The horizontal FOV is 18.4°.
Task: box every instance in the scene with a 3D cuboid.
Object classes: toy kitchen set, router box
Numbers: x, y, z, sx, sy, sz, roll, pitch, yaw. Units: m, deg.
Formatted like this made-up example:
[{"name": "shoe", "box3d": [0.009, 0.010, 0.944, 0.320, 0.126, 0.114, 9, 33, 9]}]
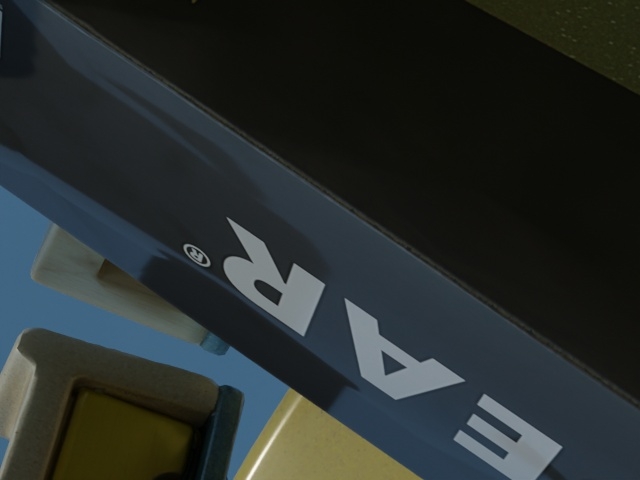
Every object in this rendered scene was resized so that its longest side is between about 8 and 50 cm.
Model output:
[{"name": "toy kitchen set", "box3d": [0.000, 0.000, 0.507, 0.122, 0.207, 0.166, 22, -136, -10]}, {"name": "router box", "box3d": [0.112, -0.042, 0.389, 0.309, 0.081, 0.243, 34, -116, 6]}]

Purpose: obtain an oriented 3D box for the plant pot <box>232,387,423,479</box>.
[{"name": "plant pot", "box3d": [0.062, 0.164, 0.871, 0.212, 0.187, 0.212, 50, -171, 26]}]
